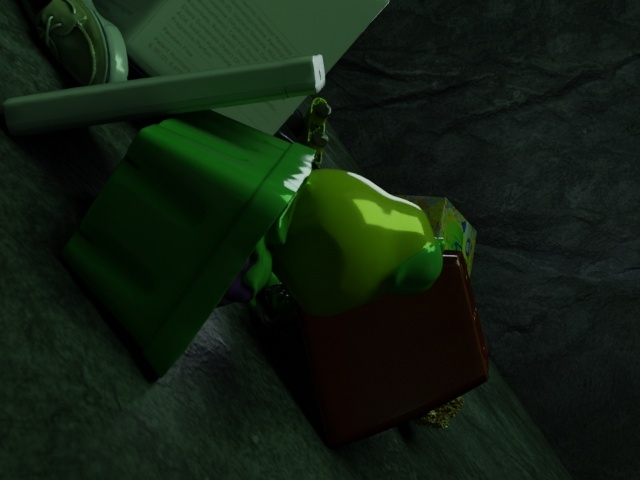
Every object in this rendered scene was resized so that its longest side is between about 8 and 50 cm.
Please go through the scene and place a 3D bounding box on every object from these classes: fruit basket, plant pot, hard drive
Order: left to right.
[{"bbox_3d":[-0.175,-0.187,0.928,0.233,0.353,0.047,-79,162,-75],"label":"hard drive"},{"bbox_3d":[-0.059,0.006,0.888,0.392,0.283,0.392,35,14,-10],"label":"fruit basket"},{"bbox_3d":[0.121,0.131,1.129,0.267,0.236,0.267,-8,84,-77],"label":"plant pot"}]

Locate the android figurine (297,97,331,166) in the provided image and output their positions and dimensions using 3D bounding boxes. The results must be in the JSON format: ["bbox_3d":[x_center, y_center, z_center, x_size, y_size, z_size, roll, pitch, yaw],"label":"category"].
[{"bbox_3d":[-0.029,-0.242,1.931,0.273,0.056,0.248,125,-28,-65],"label":"android figurine"}]

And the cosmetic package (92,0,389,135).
[{"bbox_3d":[-0.168,-0.427,1.323,0.327,0.393,0.329,41,0,-43],"label":"cosmetic package"}]

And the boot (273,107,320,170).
[{"bbox_3d":[-0.095,-0.231,1.669,0.367,0.146,0.445,24,17,-42],"label":"boot"}]

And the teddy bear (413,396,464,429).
[{"bbox_3d":[0.116,0.228,1.410,0.338,0.113,0.245,41,7,-17],"label":"teddy bear"}]

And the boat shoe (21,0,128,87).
[{"bbox_3d":[-0.386,-0.319,1.125,0.094,0.109,0.302,-1,46,-45],"label":"boat shoe"}]

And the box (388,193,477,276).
[{"bbox_3d":[0.215,0.075,1.668,0.279,0.177,0.290,30,68,-60],"label":"box"}]

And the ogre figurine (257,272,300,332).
[{"bbox_3d":[-0.052,0.079,1.183,0.197,0.097,0.118,10,54,-56],"label":"ogre figurine"}]
